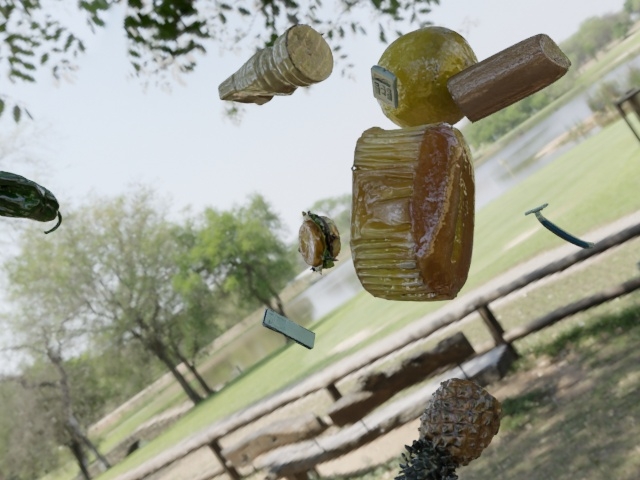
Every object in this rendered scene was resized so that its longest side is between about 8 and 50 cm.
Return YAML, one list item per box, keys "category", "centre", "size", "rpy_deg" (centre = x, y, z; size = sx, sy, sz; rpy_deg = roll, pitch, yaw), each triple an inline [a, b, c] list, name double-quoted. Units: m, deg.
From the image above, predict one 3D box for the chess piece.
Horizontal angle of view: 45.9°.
- category: "chess piece"
  centre: [-0.114, -0.376, 1.724]
  size: [0.301, 0.137, 0.137]
  rpy_deg: [-15, 14, 47]

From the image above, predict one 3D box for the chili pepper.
- category: "chili pepper"
  centre: [-0.588, -0.080, 1.417]
  size: [0.074, 0.100, 0.257]
  rpy_deg: [-9, -13, 36]

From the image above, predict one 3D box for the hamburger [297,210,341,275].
- category: "hamburger"
  centre: [0.001, 0.004, 2.153]
  size: [0.093, 0.189, 0.164]
  rpy_deg: [-10, -42, -23]

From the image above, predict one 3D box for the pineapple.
- category: "pineapple"
  centre: [0.245, 0.415, 1.507]
  size: [0.278, 0.158, 0.158]
  rpy_deg: [-52, 7, -22]

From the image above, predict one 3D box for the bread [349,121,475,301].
- category: "bread"
  centre: [0.158, -0.049, 1.183]
  size: [0.156, 0.288, 0.204]
  rpy_deg: [-4, -19, 34]

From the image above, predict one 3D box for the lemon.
- category: "lemon"
  centre: [0.271, -0.406, 1.926]
  size: [0.293, 0.293, 0.293]
  rpy_deg: [-35, 0, 0]

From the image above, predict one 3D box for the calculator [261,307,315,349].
- category: "calculator"
  centre: [-0.085, 0.241, 2.043]
  size: [0.018, 0.172, 0.057]
  rpy_deg: [-31, 38, 45]

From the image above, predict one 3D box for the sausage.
- category: "sausage"
  centre: [0.422, -0.367, 1.692]
  size: [0.253, 0.123, 0.123]
  rpy_deg: [-25, 4, 27]

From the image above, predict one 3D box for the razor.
- category: "razor"
  centre: [0.579, -0.023, 1.807]
  size: [0.068, 0.191, 0.037]
  rpy_deg: [-28, 35, 59]

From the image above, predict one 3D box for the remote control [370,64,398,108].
- category: "remote control"
  centre: [0.144, -0.339, 1.669]
  size: [0.029, 0.061, 0.162]
  rpy_deg: [-58, -12, -9]
